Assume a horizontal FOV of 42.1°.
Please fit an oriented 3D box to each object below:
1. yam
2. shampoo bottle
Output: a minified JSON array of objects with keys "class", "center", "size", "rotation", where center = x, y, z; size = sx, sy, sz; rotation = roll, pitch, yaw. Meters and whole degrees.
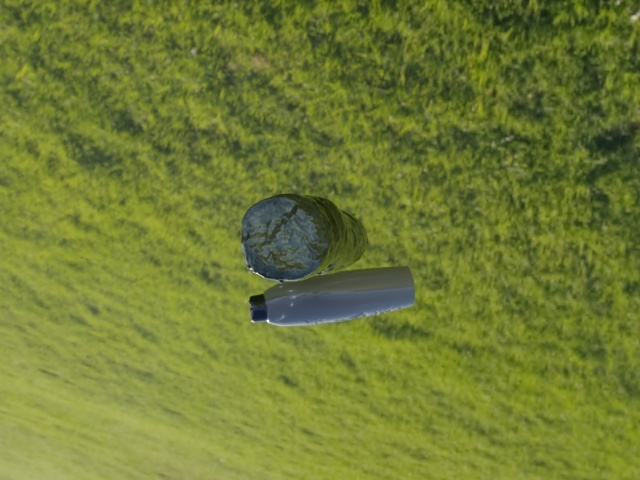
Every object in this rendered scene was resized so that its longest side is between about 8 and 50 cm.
[{"class":"yam","center":[0.000,0.000,0.629],"size":[0.061,0.061,0.274],"rotation":[10,-179,10]},{"class":"shampoo bottle","center":[0.014,0.089,1.293],"size":[0.257,0.078,0.127],"rotation":[-6,168,-8]}]
